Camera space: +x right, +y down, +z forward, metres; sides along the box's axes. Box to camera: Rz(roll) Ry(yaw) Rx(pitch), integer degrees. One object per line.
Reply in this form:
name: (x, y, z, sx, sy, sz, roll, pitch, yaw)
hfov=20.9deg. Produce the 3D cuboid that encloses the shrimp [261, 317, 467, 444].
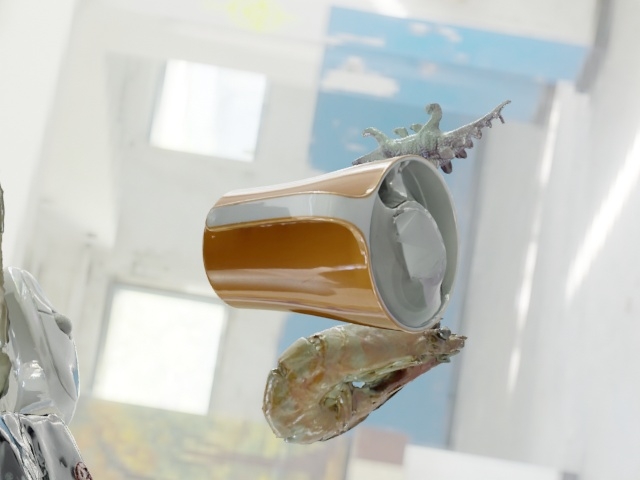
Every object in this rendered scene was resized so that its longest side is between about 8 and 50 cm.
shrimp: (0.057, 0.159, 2.074, 0.062, 0.294, 0.154, 41, 138, 49)

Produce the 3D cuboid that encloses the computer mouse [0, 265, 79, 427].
computer mouse: (-0.349, 0.155, 2.103, 0.184, 0.121, 0.297, 66, 149, 29)

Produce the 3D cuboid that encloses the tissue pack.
tissue pack: (-0.275, 0.284, 1.619, 0.245, 0.123, 0.332, 66, -174, 9)

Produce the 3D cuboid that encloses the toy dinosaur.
toy dinosaur: (0.129, -0.112, 1.987, 0.039, 0.208, 0.082, 30, -137, -58)

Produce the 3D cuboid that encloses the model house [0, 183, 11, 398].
model house: (-0.609, 0.008, 1.805, 0.445, 0.400, 0.395, -21, -59, -38)

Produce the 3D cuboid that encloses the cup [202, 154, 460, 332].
cup: (0.000, 0.000, 1.820, 0.226, 0.264, 0.182, 29, -115, -51)
